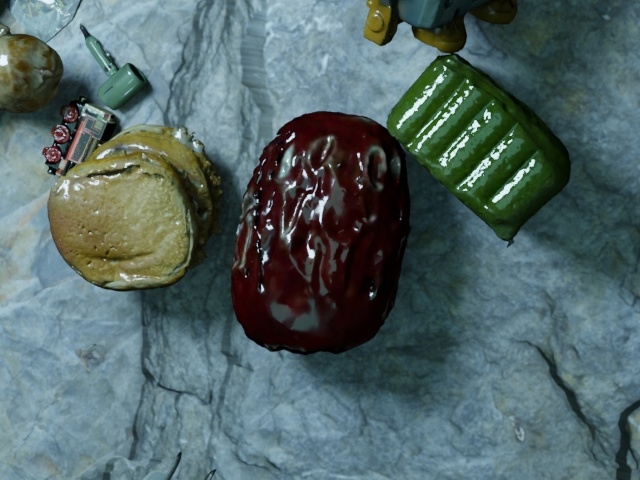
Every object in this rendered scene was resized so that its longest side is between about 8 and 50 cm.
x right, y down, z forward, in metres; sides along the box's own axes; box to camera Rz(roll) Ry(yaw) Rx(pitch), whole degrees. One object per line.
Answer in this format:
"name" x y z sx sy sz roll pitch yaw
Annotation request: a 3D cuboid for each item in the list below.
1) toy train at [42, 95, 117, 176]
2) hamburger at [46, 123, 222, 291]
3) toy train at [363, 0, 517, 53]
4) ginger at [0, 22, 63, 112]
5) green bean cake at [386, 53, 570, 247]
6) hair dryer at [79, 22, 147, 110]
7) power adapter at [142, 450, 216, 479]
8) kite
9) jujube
"toy train" -0.390 -0.160 1.496 0.087 0.050 0.138 27 100 2
"hamburger" -0.266 -0.055 1.407 0.245 0.211 0.260 31 106 -3
"toy train" 0.165 -0.396 1.259 0.231 0.369 0.163 34 134 23
"ginger" -0.568 -0.332 1.443 0.256 0.176 0.375 -34 80 21
"green bean cake" 0.224 -0.139 1.302 0.247 0.250 0.156 43 101 3
"hair dryer" -0.346 -0.286 1.480 0.071 0.047 0.150 -37 84 12
"power adapter" -0.244 0.442 1.503 0.130 0.125 0.205 30 99 5
"kite" -0.494 -0.436 1.498 0.245 0.015 0.141 39 99 3
"jujube" 0.000 0.000 1.359 0.258 0.258 0.377 13 102 7
